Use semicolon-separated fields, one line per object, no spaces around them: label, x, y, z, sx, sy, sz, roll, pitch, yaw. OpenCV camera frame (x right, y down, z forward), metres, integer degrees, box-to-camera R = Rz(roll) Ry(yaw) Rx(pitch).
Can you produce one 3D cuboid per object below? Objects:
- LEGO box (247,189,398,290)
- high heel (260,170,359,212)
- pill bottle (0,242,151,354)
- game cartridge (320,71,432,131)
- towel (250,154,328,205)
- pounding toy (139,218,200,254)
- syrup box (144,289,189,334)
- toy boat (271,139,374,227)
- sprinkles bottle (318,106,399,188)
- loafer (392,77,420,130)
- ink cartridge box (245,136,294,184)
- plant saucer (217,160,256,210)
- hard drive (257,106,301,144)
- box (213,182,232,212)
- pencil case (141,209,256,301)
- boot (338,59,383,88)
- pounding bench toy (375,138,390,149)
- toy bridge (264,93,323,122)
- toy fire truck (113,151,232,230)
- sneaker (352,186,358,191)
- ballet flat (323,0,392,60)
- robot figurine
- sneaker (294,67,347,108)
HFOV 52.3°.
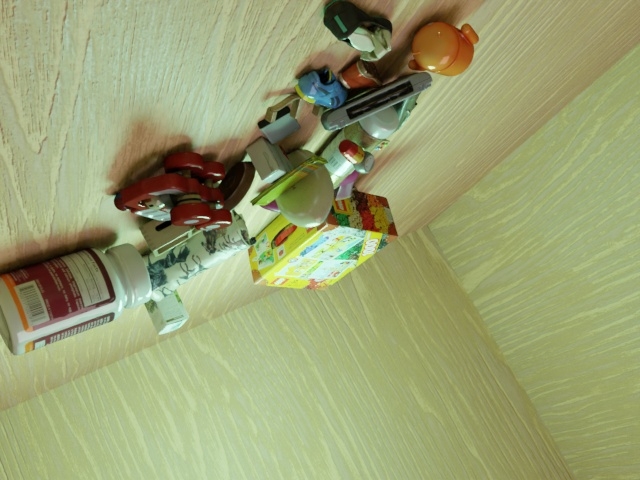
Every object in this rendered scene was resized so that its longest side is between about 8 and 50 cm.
LEGO box;0.000;0.000;2.612;0.372;0.193;0.500;8;146;-38
high heel;-0.038;-0.209;2.229;0.377;0.127;0.181;-17;135;-30
pill bottle;-0.697;0.150;1.831;0.392;0.224;0.224;-20;165;-34
game cartridge;0.143;-0.379;1.774;0.297;0.062;0.198;-25;-163;-1
towel;-0.088;-0.165;1.858;0.237;0.021;0.102;-33;168;20
pounding toy;-0.444;-0.036;1.973;0.181;0.094;0.206;-31;178;-14
syrup box;-0.566;0.202;2.304;0.096;0.237;0.093;-18;163;-40
toy boat;0.009;-0.180;1.952;0.318;0.268;0.148;-33;148;19
sprinkles bottle;0.098;-0.296;2.035;0.121;0.121;0.355;-19;165;-39
loafer;0.254;-0.409;1.983;0.087;0.094;0.251;-20;166;-19
ink cartridge box;-0.137;-0.219;1.843;0.063;0.109;0.150;-31;168;16
plant saucer;-0.245;-0.157;1.831;0.029;0.168;0.168;31;128;-31
hard drive;-0.109;-0.308;1.751;0.094;0.022;0.135;-30;168;4
box;-0.322;-0.099;1.939;0.087;0.102;0.101;-23;168;-16
pencil case;-0.422;0.044;2.161;0.410;0.160;0.183;-30;178;6
boot;0.107;-0.424;1.701;0.084;0.059;0.158;-25;167;26
pounding bench toy;0.202;-0.342;2.211;0.052;0.065;0.083;-36;167;28
toy bridge;-0.059;-0.342;1.663;0.188;0.026;0.063;-18;136;-42
toy fire truck;-0.385;-0.106;1.685;0.253;0.169;0.302;-13;171;16
sneaker;0.154;-0.127;2.752;0.106;0.163;0.281;-31;168;13
ballet flat;0.097;-0.451;1.449;0.095;0.096;0.280;-36;166;30
robot figurine;0.320;-0.498;1.693;0.158;0.128;0.219;17;-165;31
sneaker;0.023;-0.384;1.630;0.082;0.069;0.209;-40;164;29
